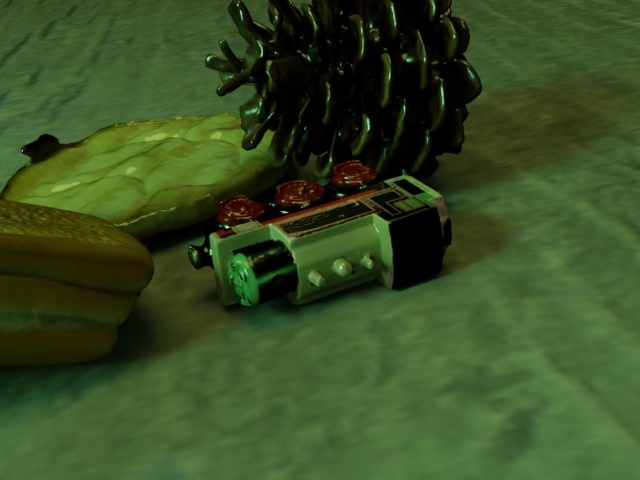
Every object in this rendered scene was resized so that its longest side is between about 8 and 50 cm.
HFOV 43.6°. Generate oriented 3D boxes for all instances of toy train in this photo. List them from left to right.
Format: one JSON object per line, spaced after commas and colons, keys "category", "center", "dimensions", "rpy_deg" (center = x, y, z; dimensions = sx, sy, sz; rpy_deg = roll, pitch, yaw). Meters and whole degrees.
{"category": "toy train", "center": [0.000, 0.000, 0.443], "dimensions": [0.138, 0.050, 0.087], "rpy_deg": [-18, 31, -22]}

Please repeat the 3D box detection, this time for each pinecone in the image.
{"category": "pinecone", "center": [0.008, -0.111, 0.528], "dimensions": [0.165, 0.163, 0.163], "rpy_deg": [-3, 22, -25]}

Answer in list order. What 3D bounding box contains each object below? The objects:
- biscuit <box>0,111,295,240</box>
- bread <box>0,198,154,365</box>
{"category": "biscuit", "center": [-0.132, -0.046, 0.586], "dimensions": [0.203, 0.041, 0.260], "rpy_deg": [13, 32, 26]}
{"category": "bread", "center": [-0.184, 0.014, 0.376], "dimensions": [0.200, 0.077, 0.116], "rpy_deg": [7, 4, -34]}
